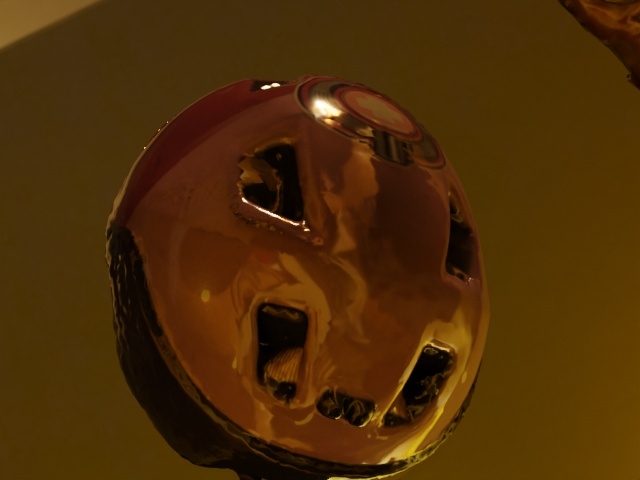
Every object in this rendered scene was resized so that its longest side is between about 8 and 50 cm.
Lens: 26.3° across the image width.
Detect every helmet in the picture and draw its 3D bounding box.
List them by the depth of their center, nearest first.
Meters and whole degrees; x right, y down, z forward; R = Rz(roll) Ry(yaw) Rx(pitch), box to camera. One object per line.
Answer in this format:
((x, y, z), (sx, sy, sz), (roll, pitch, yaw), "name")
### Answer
((0.000, 0.000, 0.680), (0.154, 0.198, 0.253), (130, 152, -50), "helmet")

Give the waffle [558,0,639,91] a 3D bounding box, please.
((0.245, -0.183, 0.629), (0.213, 0.308, 0.091), (49, -142, -1), "waffle")
